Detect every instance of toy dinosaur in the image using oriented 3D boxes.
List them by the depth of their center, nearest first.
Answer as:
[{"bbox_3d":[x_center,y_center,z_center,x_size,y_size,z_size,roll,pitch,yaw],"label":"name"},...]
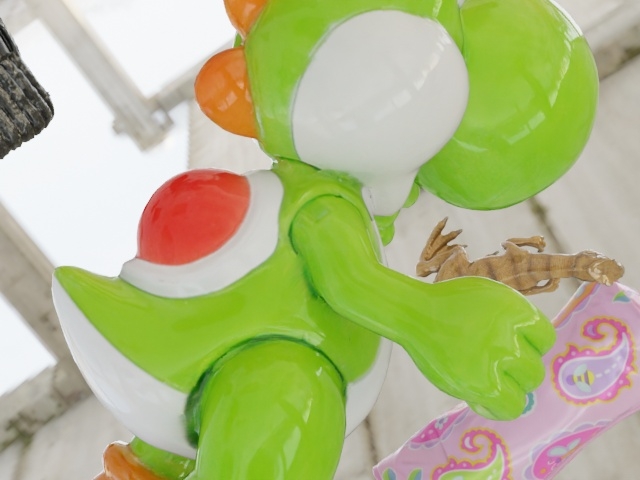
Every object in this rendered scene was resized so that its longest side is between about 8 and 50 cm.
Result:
[{"bbox_3d":[0.086,0.033,0.837,0.211,0.064,0.112,-24,-165,10],"label":"toy dinosaur"}]

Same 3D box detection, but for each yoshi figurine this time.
[{"bbox_3d":[0.026,0.010,0.601,0.203,0.203,0.362,21,-91,21],"label":"yoshi figurine"}]

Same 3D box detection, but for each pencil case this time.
[{"bbox_3d":[0.180,0.154,1.099,0.284,0.124,0.124,-44,-158,9],"label":"pencil case"}]

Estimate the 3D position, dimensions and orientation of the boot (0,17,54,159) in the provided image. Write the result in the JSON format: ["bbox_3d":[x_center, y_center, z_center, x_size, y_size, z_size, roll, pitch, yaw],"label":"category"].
[{"bbox_3d":[-0.465,-0.156,1.293,0.348,0.260,0.131,-24,-152,-10],"label":"boot"}]
